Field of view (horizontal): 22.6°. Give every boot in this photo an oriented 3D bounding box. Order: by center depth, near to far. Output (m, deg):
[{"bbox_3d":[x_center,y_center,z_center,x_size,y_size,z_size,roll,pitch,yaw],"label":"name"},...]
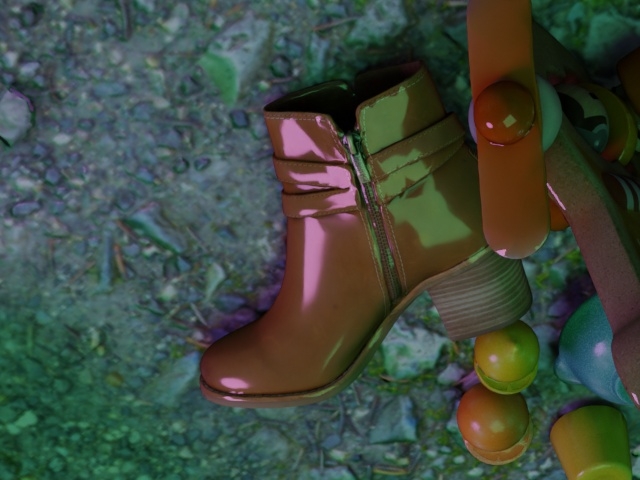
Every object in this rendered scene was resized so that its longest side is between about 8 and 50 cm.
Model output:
[{"bbox_3d":[0.000,0.000,1.208,0.283,0.109,0.220,-18,117,19],"label":"boot"}]

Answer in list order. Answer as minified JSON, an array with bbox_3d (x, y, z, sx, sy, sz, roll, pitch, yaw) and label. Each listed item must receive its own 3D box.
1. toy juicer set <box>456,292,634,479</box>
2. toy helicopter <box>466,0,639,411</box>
[{"bbox_3d":[0.231,0.073,1.301,0.209,0.089,0.329,16,130,-21],"label":"toy juicer set"},{"bbox_3d":[0.183,-0.024,1.065,0.140,0.355,0.235,-34,134,22],"label":"toy helicopter"}]
